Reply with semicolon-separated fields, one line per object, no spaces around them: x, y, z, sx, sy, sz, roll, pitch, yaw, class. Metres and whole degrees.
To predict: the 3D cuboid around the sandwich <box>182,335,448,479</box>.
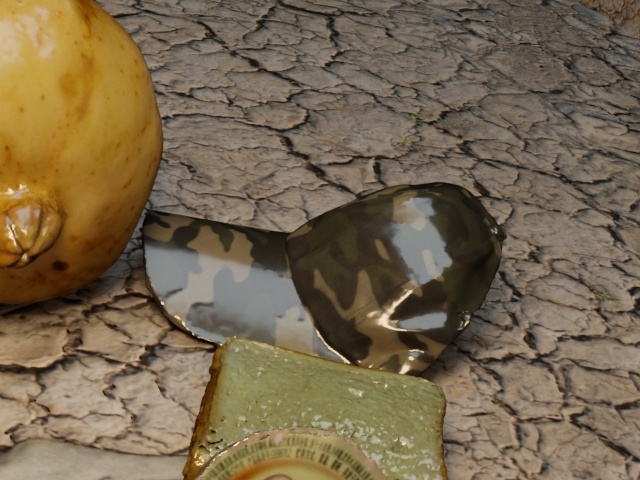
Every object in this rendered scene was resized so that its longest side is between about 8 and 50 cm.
0.003;0.192;1.283;0.251;0.087;0.226;13;26;-3;sandwich

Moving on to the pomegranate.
-0.342;-0.098;1.382;0.410;0.410;0.410;11;27;-6;pomegranate

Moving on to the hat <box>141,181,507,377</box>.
0.000;0.000;1.545;0.382;0.257;0.366;27;20;-19;hat

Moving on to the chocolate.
-0.047;0.246;1.102;0.221;0.221;0.147;4;0;-19;chocolate
